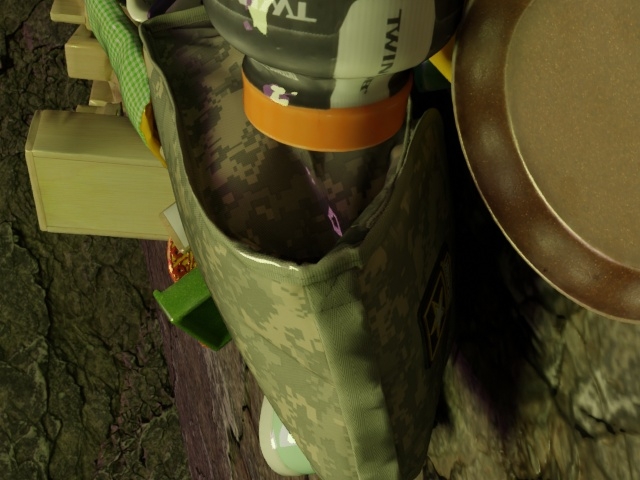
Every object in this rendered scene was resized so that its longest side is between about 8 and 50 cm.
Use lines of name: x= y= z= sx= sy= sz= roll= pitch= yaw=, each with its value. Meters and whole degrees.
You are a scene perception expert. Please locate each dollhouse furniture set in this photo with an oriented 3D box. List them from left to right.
dollhouse furniture set: x=-0.216 y=-0.205 z=1.281 sx=0.362 sy=0.256 sz=0.394 roll=101 pitch=173 yaw=-53
dollhouse furniture set: x=-0.146 y=-0.058 z=0.879 sx=0.198 sy=0.151 sz=0.301 roll=54 pitch=-177 yaw=32

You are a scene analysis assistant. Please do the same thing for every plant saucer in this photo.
plant saucer: x=0.121 y=-0.045 z=0.415 sx=0.168 sy=0.029 sz=0.168 roll=46 pitch=150 yaw=37

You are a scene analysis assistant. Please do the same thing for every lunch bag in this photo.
lunch bag: x=0.000 y=0.000 z=0.626 sx=0.287 sy=0.168 sz=0.235 roll=-112 pitch=7 yaw=-45

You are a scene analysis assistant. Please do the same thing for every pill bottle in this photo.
pill bottle: x=0.010 y=-0.164 z=0.438 sx=0.130 sy=0.130 sz=0.246 roll=-121 pitch=27 yaw=-47

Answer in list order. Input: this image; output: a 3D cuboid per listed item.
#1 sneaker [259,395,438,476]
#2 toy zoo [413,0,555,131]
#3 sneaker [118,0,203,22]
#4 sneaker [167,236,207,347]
sneaker: x=0.033 y=0.060 z=0.791 sx=0.151 sy=0.094 sz=0.256 roll=-18 pitch=60 yaw=38
toy zoo: x=0.085 y=-0.187 z=0.480 sx=0.293 sy=0.030 sz=0.192 roll=97 pitch=155 yaw=-50
sneaker: x=-0.122 y=-0.215 z=0.937 sx=0.235 sy=0.153 sz=0.094 roll=97 pitch=156 yaw=-49
sneaker: x=-0.158 y=0.050 z=1.196 sx=0.067 sy=0.064 sz=0.175 roll=-150 pitch=50 yaw=-67
